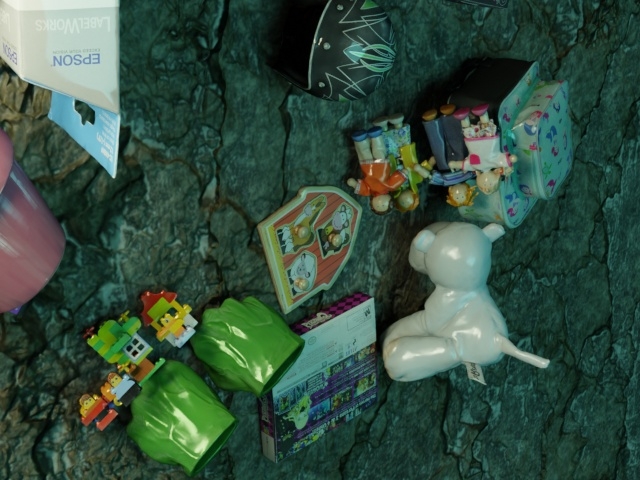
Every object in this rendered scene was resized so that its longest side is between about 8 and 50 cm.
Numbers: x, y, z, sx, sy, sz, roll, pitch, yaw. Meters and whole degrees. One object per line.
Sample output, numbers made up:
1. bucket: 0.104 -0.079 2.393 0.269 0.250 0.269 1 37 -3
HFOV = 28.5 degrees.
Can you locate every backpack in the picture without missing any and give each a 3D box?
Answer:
1. backpack: 0.309 -0.152 2.065 0.225 0.191 0.254 -50 145 -47

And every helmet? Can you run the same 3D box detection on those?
1. helmet: 0.025 -0.269 1.741 0.169 0.161 0.169 -21 122 -38

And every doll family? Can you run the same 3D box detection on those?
1. doll family: 0.174 -0.122 1.955 0.118 0.263 0.163 -71 149 -67

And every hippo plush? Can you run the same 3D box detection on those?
1. hippo plush: 0.196 0.090 2.051 0.234 0.294 0.237 -14 100 -7

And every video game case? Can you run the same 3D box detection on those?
1. video game case: -0.003 0.218 2.023 0.232 0.042 0.210 -26 125 -36

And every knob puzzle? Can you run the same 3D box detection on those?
1. knob puzzle: 0.000 0.000 1.937 0.213 0.030 0.213 -21 121 -39

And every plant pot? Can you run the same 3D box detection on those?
1. plant pot: -0.388 -0.020 1.390 0.201 0.201 0.180 -54 130 -14

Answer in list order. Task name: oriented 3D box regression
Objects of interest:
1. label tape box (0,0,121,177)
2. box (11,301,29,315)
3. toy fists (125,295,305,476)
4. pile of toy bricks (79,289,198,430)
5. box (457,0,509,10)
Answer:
1. label tape box: -0.300 -0.262 1.334 0.115 0.249 0.348 -6 113 -26
2. box: -0.403 0.013 1.530 0.162 0.029 0.116 30 85 -46
3. toy fists: -0.155 0.199 1.791 0.279 0.142 0.096 -48 166 -19
4. pile of toy bricks: -0.268 0.148 1.693 0.105 0.118 0.212 44 84 -7
5. box: 0.132 -0.410 1.723 0.163 0.247 0.142 -1 107 -45
